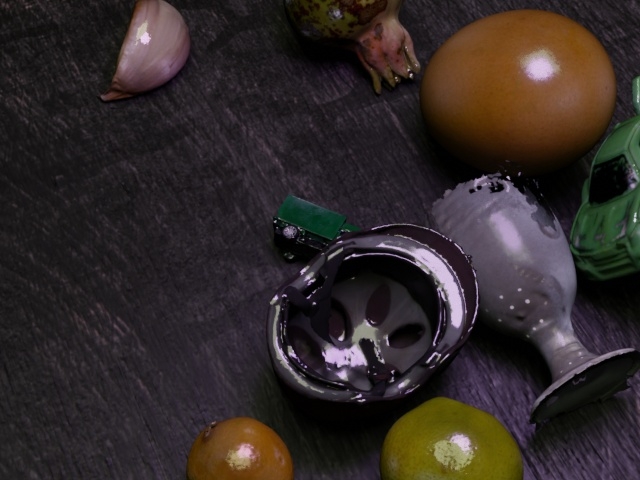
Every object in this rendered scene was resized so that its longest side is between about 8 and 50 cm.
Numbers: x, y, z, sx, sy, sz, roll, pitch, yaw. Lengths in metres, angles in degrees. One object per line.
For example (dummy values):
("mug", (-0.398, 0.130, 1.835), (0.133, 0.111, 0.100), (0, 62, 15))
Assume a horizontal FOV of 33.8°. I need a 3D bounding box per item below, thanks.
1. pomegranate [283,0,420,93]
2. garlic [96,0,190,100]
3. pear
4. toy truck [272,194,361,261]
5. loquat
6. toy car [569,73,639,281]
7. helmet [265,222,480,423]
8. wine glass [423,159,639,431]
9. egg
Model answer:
("pomegranate", (0.069, -0.396, 1.762), (0.276, 0.204, 0.222), (40, 50, 21))
("garlic", (-0.291, -0.331, 1.778), (0.128, 0.115, 0.206), (17, 60, 5))
("pear", (0.157, 0.308, 1.319), (0.180, 0.166, 0.216), (16, 89, 1))
("toy truck", (0.000, 0.000, 1.574), (0.147, 0.065, 0.079), (22, 55, 17))
("loquat", (-0.105, 0.293, 1.335), (0.141, 0.141, 0.141), (0, 56, 1))
("toy car", (0.483, -0.102, 1.517), (0.176, 0.213, 0.358), (47, 63, -10))
("helmet", (0.066, 0.127, 1.419), (0.305, 0.177, 0.225), (-29, 65, -21))
("wine glass", (0.282, 0.069, 1.454), (0.191, 0.190, 0.357), (-19, 61, -12))
("egg", (0.292, -0.222, 1.596), (0.250, 0.250, 0.322), (-44, 29, -25))
